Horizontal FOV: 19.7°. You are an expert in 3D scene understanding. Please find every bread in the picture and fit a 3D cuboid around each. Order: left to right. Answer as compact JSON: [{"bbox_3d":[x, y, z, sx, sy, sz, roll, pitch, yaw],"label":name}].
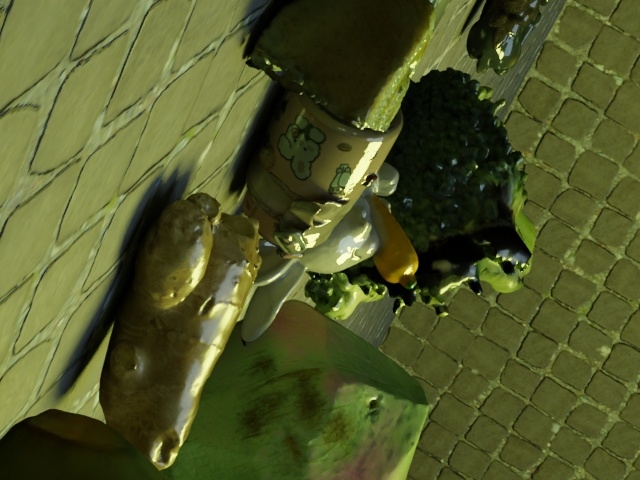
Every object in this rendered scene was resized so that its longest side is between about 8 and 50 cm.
[{"bbox_3d":[0.026,-0.134,1.198,0.110,0.103,0.156,-55,-179,9],"label":"bread"}]

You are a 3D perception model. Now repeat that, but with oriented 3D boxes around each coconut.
[{"bbox_3d":[-0.020,0.169,1.559,0.236,0.236,0.204,-57,152,-19],"label":"coconut"}]

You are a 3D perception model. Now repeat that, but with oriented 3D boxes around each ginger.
[{"bbox_3d":[-0.094,0.049,1.230,0.115,0.081,0.205,-74,-177,-60],"label":"ginger"}]

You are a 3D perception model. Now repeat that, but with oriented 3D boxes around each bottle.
[{"bbox_3d":[-0.007,-0.051,1.375,0.152,0.099,0.099,-60,174,35],"label":"bottle"}]

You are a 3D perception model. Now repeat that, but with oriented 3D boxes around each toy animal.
[{"bbox_3d":[0.000,0.000,1.503,0.127,0.131,0.181,-21,-145,35],"label":"toy animal"}]

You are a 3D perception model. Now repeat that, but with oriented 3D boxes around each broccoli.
[{"bbox_3d":[0.111,-0.009,1.671,0.243,0.247,0.263,25,101,-47],"label":"broccoli"}]

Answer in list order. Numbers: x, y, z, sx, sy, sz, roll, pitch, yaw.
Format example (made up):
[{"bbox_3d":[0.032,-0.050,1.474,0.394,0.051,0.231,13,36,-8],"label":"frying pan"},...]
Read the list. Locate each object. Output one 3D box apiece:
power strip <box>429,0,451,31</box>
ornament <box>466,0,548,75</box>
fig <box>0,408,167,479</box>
[{"bbox_3d":[0.088,-0.218,1.515,0.272,0.052,0.078,-61,173,5],"label":"power strip"},{"bbox_3d":[0.224,-0.293,2.091,0.202,0.080,0.236,-62,176,-1],"label":"ornament"},{"bbox_3d":[-0.156,0.228,1.009,0.239,0.240,0.271,19,72,-83],"label":"fig"}]
